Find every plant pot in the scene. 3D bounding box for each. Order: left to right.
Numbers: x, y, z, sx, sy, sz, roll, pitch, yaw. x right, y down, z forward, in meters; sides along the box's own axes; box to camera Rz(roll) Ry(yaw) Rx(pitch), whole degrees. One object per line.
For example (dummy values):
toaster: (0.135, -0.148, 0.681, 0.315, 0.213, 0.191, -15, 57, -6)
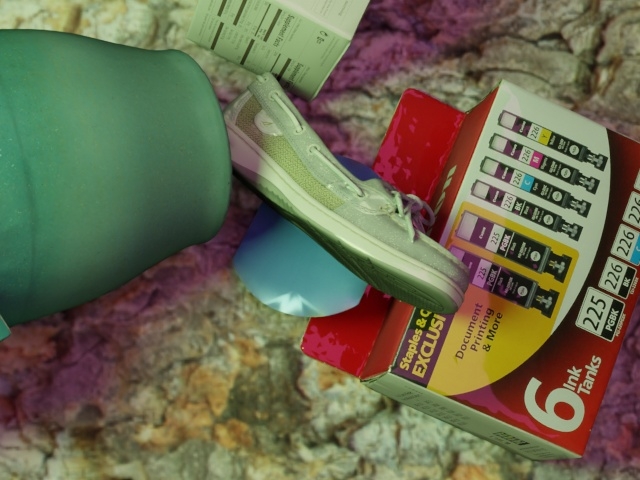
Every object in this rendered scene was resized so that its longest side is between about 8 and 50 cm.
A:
plant pot: (-0.227, -0.067, 1.329, 0.255, 0.271, 0.272, -13, 83, -28)

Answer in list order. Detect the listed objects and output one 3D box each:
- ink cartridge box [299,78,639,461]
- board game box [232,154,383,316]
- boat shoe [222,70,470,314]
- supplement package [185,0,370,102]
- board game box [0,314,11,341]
ink cartridge box: (0.163, 0.020, 1.458, 0.271, 0.130, 0.310, 23, 76, -7)
board game box: (0.000, 0.000, 1.459, 0.133, 0.033, 0.169, 21, 74, 17)
boat shoe: (0.021, -0.046, 1.383, 0.320, 0.118, 0.103, 37, 84, 34)
supplement package: (0.001, -0.299, 1.440, 0.145, 0.204, 0.262, 28, 75, -5)
board game box: (-0.443, 0.054, 1.227, 0.254, 0.336, 0.079, 58, 31, 0)
